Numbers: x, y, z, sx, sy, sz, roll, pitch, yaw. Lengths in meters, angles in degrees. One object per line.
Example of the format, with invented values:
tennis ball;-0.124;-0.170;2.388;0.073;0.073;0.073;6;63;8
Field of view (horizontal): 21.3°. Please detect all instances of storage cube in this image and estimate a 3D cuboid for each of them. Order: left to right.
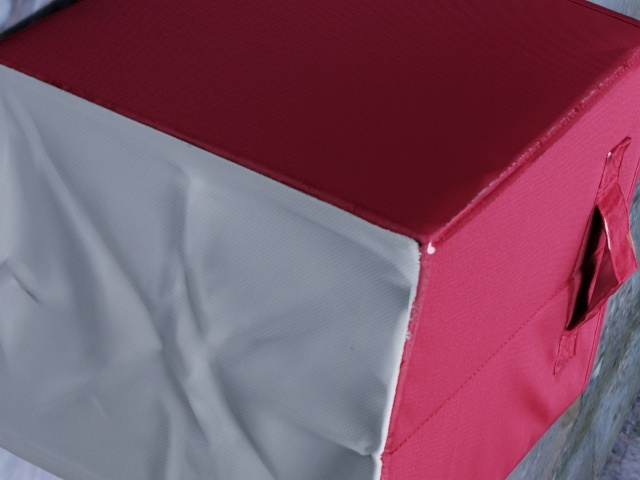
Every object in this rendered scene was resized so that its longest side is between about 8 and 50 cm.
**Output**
storage cube;0.000;0.000;0.670;0.193;0.215;0.183;-38;144;-47
